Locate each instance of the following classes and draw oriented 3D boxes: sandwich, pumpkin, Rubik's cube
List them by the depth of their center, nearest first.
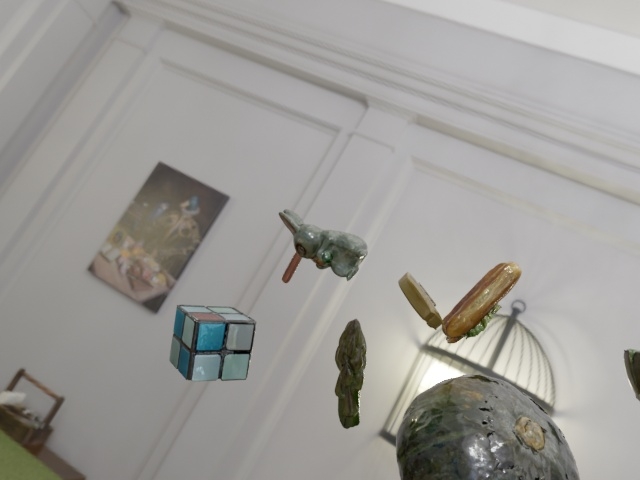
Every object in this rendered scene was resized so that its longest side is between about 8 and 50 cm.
[{"bbox_3d":[0.396,0.533,1.319,0.454,0.454,0.344,33,-52,-15],"label":"pumpkin"},{"bbox_3d":[0.939,0.382,1.526,0.159,0.185,0.109,-10,-10,-5],"label":"sandwich"},{"bbox_3d":[-0.299,0.279,1.527,0.180,0.167,0.183,7,3,-30],"label":"Rubik's cube"}]

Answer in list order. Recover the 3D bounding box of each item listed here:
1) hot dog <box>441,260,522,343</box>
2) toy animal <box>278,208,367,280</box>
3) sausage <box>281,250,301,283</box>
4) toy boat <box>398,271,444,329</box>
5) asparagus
[{"bbox_3d":[0.512,0.203,1.763,0.100,0.337,0.135,45,-7,0],"label":"hot dog"},{"bbox_3d":[0.001,0.010,1.365,0.236,0.108,0.138,24,22,20],"label":"toy animal"},{"bbox_3d":[-0.098,0.090,1.969,0.035,0.147,0.030,4,31,-48],"label":"sausage"},{"bbox_3d":[0.307,0.184,1.690,0.077,0.057,0.201,23,28,-51],"label":"toy boat"},{"bbox_3d":[0.069,0.304,1.294,0.080,0.287,0.080,1,24,-1],"label":"asparagus"}]
